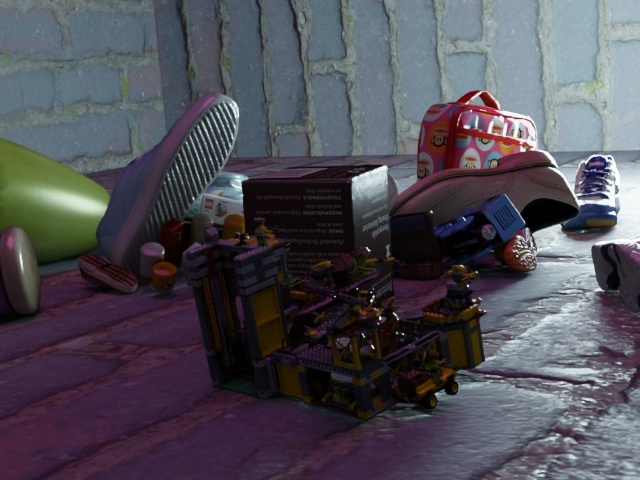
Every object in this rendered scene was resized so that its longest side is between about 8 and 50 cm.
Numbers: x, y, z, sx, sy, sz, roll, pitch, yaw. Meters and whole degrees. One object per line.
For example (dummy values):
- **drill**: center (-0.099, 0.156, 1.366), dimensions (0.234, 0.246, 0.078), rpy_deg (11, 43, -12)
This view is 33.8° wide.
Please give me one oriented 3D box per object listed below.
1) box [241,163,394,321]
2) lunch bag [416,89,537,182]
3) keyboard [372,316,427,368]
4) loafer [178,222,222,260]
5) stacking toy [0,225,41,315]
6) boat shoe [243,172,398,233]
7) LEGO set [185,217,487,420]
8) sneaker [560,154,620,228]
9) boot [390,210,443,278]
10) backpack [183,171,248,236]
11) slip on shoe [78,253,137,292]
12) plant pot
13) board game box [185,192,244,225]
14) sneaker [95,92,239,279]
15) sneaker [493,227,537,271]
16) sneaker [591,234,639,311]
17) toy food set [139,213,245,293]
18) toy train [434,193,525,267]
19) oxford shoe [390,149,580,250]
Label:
- **box**: center (0.000, 0.000, 1.515), dimensions (0.167, 0.203, 0.168), rpy_deg (0, 11, 22)
- **lunch bag**: center (0.321, -0.174, 2.140), dimensions (0.293, 0.258, 0.120), rpy_deg (2, 4, -45)
- **keyboard**: center (0.119, 0.123, 1.285), dimensions (0.108, 0.023, 0.180), rpy_deg (-9, 10, 9)
- **loafer**: center (-0.299, 0.012, 1.994), dimensions (0.223, 0.076, 0.078), rpy_deg (1, 30, 1)
- **stacking toy**: center (-0.610, 0.074, 1.627), dimensions (0.330, 0.141, 0.141), rpy_deg (-11, 10, -4)
- **boat shoe**: center (-0.017, -0.029, 1.800), dimensions (0.319, 0.116, 0.099), rpy_deg (-30, 2, -13)
- **LEGO set**: center (0.011, 0.054, 1.157), dimensions (0.255, 0.192, 0.331), rpy_deg (-20, 18, -33)
- **sneaker**: center (0.534, -0.100, 2.086), dimensions (0.111, 0.131, 0.296), rpy_deg (1, 12, 17)
- **boot**: center (0.101, 0.003, 1.738), dimensions (0.219, 0.106, 0.082), rpy_deg (2, 11, 30)
- **backpack**: center (-0.224, -0.076, 2.260), dimensions (0.165, 0.144, 0.188), rpy_deg (1, 12, -3)
- **slip on shoe**: center (-0.362, 0.065, 1.787), dimensions (0.135, 0.041, 0.051), rpy_deg (23, 24, 30)
- **plant pot**: center (-0.571, -0.061, 2.075), dimensions (0.293, 0.275, 0.274), rpy_deg (7, 0, -42)
- **board game box**: center (-0.154, -0.044, 2.017), dimensions (0.305, 0.053, 0.193), rpy_deg (12, -3, -38)
- **sneaker**: center (-0.287, -0.117, 1.832), dimensions (0.150, 0.366, 0.135), rpy_deg (39, 10, 32)
- **sneaker**: center (0.314, 0.024, 1.713), dimensions (0.067, 0.064, 0.175), rpy_deg (-24, 0, 17)
- **sneaker**: center (0.474, 0.033, 1.432), dimensions (0.153, 0.094, 0.235), rpy_deg (-13, 0, 0)
- **toy food set**: center (-0.228, 0.037, 1.798), dimensions (0.111, 0.105, 0.232), rpy_deg (23, 37, 18)
- **toy train**: center (0.249, -0.013, 1.723), dimensions (0.105, 0.080, 0.184), rpy_deg (-36, 4, -21)
- **oxford shoe**: center (0.272, -0.043, 1.859), dimensions (0.396, 0.140, 0.146), rpy_deg (-21, 49, -12)
